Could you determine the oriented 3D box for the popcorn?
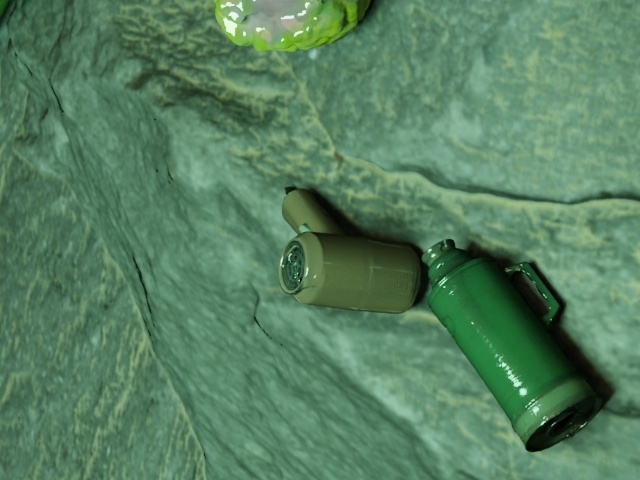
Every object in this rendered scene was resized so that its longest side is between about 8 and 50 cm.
[{"bbox_3d":[-0.025,-0.226,1.573,0.145,0.126,0.126,-23,91,11],"label":"popcorn"}]

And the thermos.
[{"bbox_3d":[0.148,0.074,1.462,0.083,0.073,0.188,-52,60,31],"label":"thermos"}]

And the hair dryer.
[{"bbox_3d":[0.000,0.000,1.581,0.182,0.117,0.064,49,124,52],"label":"hair dryer"}]

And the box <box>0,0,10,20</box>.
[{"bbox_3d":[-0.481,-0.316,1.894,0.329,0.252,0.178,53,136,27],"label":"box"}]
